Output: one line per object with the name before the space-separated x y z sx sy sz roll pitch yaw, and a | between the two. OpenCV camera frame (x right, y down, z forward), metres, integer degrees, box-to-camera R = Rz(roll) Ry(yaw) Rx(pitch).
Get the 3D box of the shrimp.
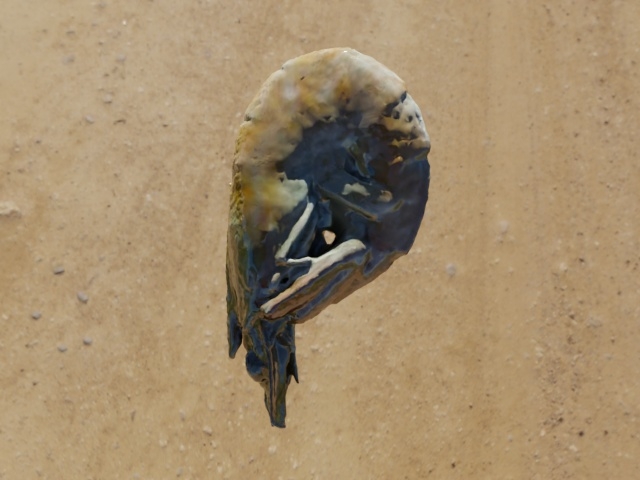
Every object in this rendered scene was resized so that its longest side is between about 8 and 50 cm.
shrimp | 0.000 0.000 0.544 0.168 0.077 0.317 6 92 18
